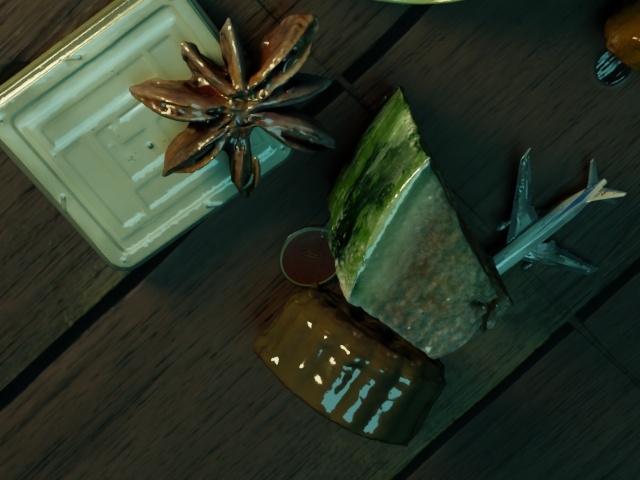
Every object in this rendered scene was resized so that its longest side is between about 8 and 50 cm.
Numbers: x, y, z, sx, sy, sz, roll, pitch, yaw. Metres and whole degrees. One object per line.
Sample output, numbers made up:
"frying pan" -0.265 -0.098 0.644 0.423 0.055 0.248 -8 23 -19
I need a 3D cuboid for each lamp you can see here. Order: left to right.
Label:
"lamp" -0.197 -0.126 1.567 0.266 0.047 0.269 -36 122 4

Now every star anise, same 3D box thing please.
"star anise" -0.080 -0.148 1.516 0.229 0.093 0.236 30 102 -23

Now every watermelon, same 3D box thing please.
"watermelon" 0.096 -0.001 1.584 0.151 0.264 0.302 -27 114 7

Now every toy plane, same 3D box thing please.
"toy plane" 0.275 -0.013 1.762 0.226 0.058 0.226 -32 125 6

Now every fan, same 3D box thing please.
"fan" 0.000 0.000 1.717 0.085 0.005 0.133 19 111 -23

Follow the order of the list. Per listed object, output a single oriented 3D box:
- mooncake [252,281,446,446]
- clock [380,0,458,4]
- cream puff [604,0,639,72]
"mooncake" 0.038 0.144 1.684 0.228 0.228 0.124 31 97 -28
"clock" 0.101 -0.322 1.460 0.308 0.235 0.096 11 76 -26
"cream puff" 0.458 -0.263 1.634 0.269 0.155 0.241 -22 126 -12
